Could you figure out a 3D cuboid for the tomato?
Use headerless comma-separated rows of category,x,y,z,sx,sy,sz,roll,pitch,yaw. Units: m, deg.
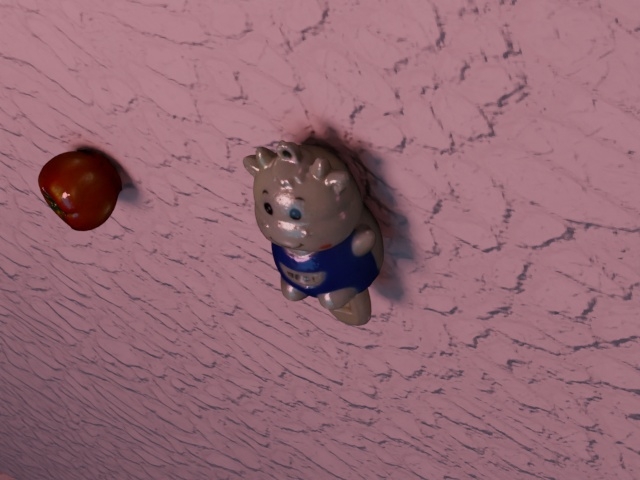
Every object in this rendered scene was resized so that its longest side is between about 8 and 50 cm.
tomato,-0.247,-0.055,1.314,0.087,0.075,0.087,42,160,19

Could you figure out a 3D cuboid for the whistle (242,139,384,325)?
whistle,0.000,0.000,1.104,0.110,0.092,0.244,11,145,24
